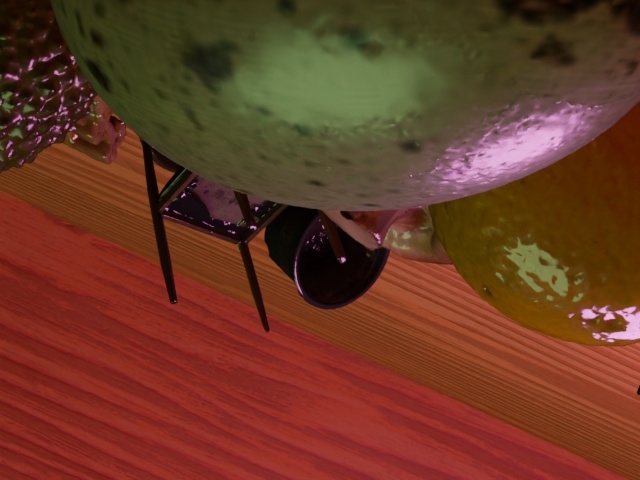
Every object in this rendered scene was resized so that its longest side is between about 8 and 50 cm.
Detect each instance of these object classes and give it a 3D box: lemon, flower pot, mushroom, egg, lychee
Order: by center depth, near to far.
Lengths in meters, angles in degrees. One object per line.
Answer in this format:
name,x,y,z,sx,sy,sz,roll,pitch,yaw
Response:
egg,0.020,-0.158,0.775,0.287,0.288,0.379,33,160,-36
lemon,0.192,-0.044,1.092,0.253,0.228,0.228,36,167,-11
mushroom,0.058,-0.076,1.454,0.278,0.146,0.278,35,167,10
lychee,-0.364,-0.198,1.494,0.319,0.270,0.270,5,168,1
flower pot,0.000,0.000,1.950,0.107,0.157,0.157,29,175,46

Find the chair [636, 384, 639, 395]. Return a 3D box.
chair,0.428,0.120,1.602,0.154,0.141,0.260,12,166,47

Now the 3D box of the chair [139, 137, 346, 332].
chair,-0.108,-0.057,1.837,0.188,0.166,0.272,19,-142,-43

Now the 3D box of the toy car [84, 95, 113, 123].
toy car,-0.335,-0.230,1.685,0.256,0.101,0.124,22,150,12

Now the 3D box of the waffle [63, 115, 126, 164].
waffle,-0.422,-0.230,1.954,0.304,0.078,0.348,23,169,15
